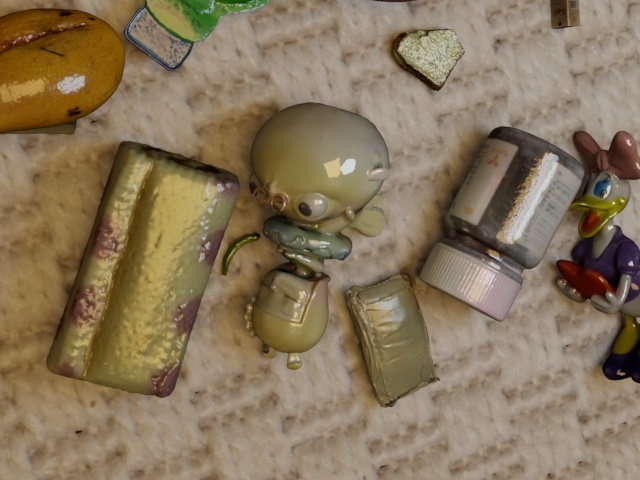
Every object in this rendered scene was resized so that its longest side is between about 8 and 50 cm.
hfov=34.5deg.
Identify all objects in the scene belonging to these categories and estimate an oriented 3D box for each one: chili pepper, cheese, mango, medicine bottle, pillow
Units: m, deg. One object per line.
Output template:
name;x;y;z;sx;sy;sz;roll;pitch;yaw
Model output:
chili pepper;-0.124;0.017;1.564;0.083;0.017;0.030;-43;108;-8
cheese;-0.156;-0.392;1.470;0.204;0.083;0.320;37;84;-19
mango;-0.398;-0.222;1.371;0.295;0.120;0.177;-26;67;-30
medicine bottle;0.279;-0.026;1.601;0.165;0.165;0.273;29;90;-18
pillow;0.116;0.153;1.632;0.119;0.053;0.208;-19;102;-17

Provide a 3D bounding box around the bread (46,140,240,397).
bread;-0.248;0.040;1.460;0.187;0.155;0.338;18;94;-10

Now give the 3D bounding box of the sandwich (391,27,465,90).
sandwich;0.166;-0.296;1.600;0.105;0.036;0.093;28;89;-16

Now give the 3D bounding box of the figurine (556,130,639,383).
figurine;0.492;0.031;1.677;0.193;0.154;0.421;-30;106;-16

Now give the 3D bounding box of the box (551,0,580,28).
box;0.390;-0.382;1.646;0.024;0.053;0.083;-9;100;-15

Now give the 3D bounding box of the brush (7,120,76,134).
brush;-0.481;-0.172;1.420;0.282;0.054;0.048;0;72;-18

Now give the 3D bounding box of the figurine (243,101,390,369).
figurine;0.000;0.000;1.531;0.274;0.226;0.394;6;101;-46
